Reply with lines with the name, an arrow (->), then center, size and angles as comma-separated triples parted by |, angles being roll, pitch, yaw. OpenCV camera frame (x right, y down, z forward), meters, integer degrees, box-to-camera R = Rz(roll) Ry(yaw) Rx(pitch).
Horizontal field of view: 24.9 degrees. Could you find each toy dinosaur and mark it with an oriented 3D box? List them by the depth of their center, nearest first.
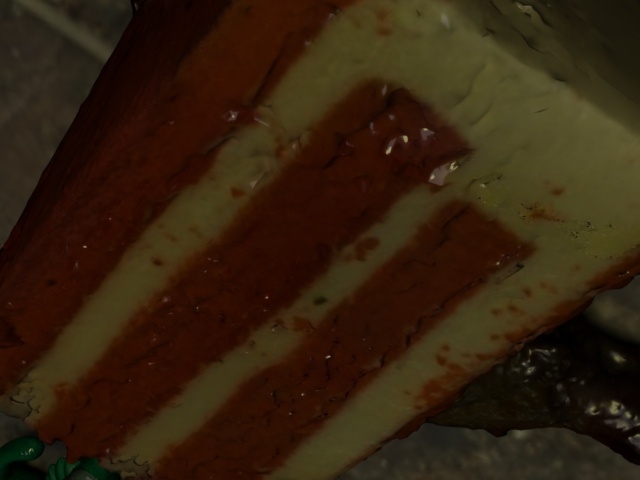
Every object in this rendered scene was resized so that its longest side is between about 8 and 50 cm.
toy dinosaur -> -0.121, 0.127, 0.709 | 0.096, 0.059, 0.132 | 33, 131, 7

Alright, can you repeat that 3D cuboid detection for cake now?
cake -> 0.000, 0.000, 0.449 | 0.158, 0.159, 0.262 | 30, 100, -16

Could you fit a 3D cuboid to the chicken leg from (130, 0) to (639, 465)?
chicken leg -> 0.040, -0.020, 0.564 | 0.177, 0.083, 0.322 | -19, 107, 7
